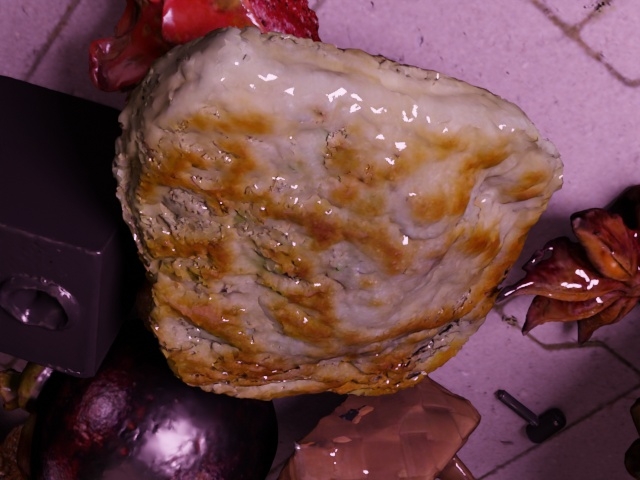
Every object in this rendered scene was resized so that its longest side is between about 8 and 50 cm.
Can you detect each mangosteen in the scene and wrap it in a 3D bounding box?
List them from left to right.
[{"bbox_3d":[-0.197,0.211,1.154,0.297,0.313,0.297,-17,139,-15],"label":"mangosteen"}]

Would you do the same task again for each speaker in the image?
[{"bbox_3d":[-0.301,-0.022,1.011,0.254,0.232,0.184,16,129,2],"label":"speaker"}]

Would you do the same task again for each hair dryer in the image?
[{"bbox_3d":[0.241,0.199,1.169,0.083,0.026,0.047,38,126,-6],"label":"hair dryer"}]

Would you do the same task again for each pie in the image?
[{"bbox_3d":[0.016,-0.014,0.891,0.395,0.180,0.418,1,143,-11],"label":"pie"}]

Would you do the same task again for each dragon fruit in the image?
[{"bbox_3d":[-0.115,-0.182,0.892,0.211,0.134,0.262,-24,118,31],"label":"dragon fruit"}]

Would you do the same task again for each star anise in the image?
[{"bbox_3d":[0.290,0.008,0.954,0.272,0.102,0.272,-7,147,-5],"label":"star anise"}]

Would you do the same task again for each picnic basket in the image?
[{"bbox_3d":[0.098,0.340,1.132,0.337,0.293,0.337,18,123,29],"label":"picnic basket"}]

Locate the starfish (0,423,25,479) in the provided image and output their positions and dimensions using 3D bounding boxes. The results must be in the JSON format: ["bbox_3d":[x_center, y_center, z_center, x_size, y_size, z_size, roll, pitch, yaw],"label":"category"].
[{"bbox_3d":[-0.478,0.281,1.402,0.293,0.084,0.301,21,134,-2],"label":"starfish"}]

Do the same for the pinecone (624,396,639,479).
[{"bbox_3d":[0.468,0.228,0.904,0.397,0.398,0.398,8,129,10],"label":"pinecone"}]
